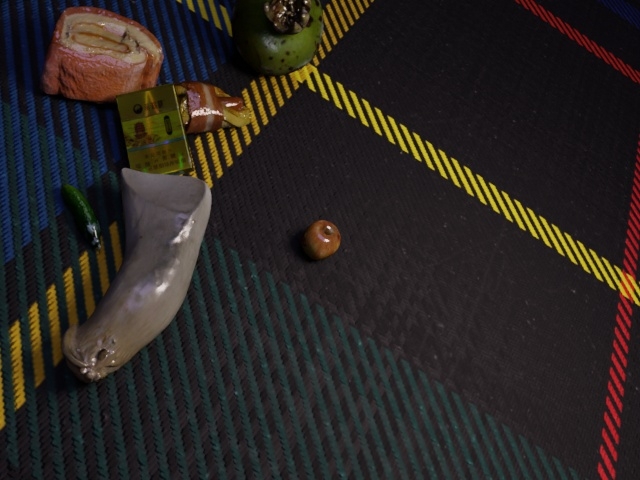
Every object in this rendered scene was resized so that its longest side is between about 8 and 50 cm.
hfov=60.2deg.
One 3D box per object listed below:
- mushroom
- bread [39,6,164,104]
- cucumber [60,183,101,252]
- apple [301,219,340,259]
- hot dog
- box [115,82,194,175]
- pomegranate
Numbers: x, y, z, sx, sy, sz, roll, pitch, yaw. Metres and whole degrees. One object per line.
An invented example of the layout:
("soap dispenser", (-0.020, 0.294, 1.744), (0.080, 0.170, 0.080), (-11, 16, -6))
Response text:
("mushroom", (-0.311, 0.058, 0.965), (0.177, 0.126, 0.397), (10, 57, -6))
("bread", (-0.457, -0.389, 1.178), (0.244, 0.123, 0.190), (5, 57, -22))
("cucumber", (-0.438, -0.046, 1.027), (0.037, 0.037, 0.155), (-24, 72, -33))
("apple", (0.000, 0.000, 1.169), (0.084, 0.071, 0.084), (17, 51, -23))
("hot dog", (-0.273, -0.298, 1.218), (0.261, 0.093, 0.123), (-13, 67, -30))
("box", (-0.338, -0.219, 1.129), (0.121, 0.030, 0.193), (-14, 79, -5))
("pomegranate", (-0.094, -0.537, 1.309), (0.242, 0.306, 0.242), (3, 77, -14))
